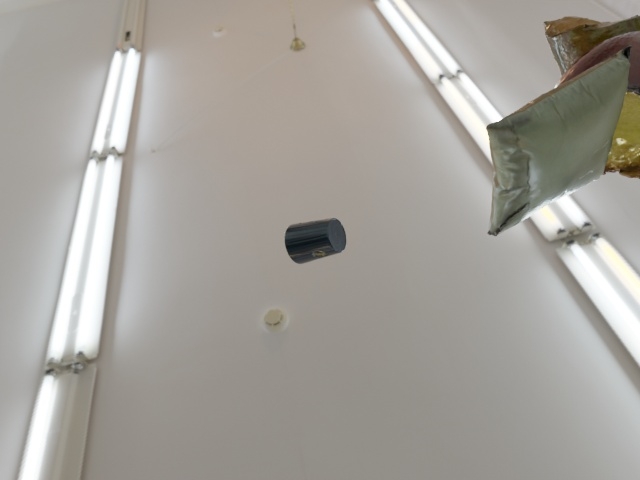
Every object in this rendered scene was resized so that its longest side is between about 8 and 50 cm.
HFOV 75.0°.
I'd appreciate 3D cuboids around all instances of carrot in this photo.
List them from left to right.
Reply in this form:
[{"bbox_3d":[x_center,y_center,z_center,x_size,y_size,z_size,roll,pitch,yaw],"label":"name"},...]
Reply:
[{"bbox_3d":[0.869,-0.579,1.293,0.242,0.241,0.340,-24,-84,-10],"label":"carrot"}]

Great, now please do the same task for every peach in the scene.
[{"bbox_3d":[0.805,-0.343,1.070,0.418,0.339,0.352,-5,-117,2],"label":"peach"}]

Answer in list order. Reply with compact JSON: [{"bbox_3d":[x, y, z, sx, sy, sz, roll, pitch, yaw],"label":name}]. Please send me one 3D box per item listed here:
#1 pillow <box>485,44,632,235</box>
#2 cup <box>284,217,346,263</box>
[{"bbox_3d":[0.471,-0.180,0.850,0.311,0.312,0.119,-27,-134,-2],"label":"pillow"},{"bbox_3d":[0.000,0.000,1.310,0.155,0.177,0.131,-12,-103,34],"label":"cup"}]
